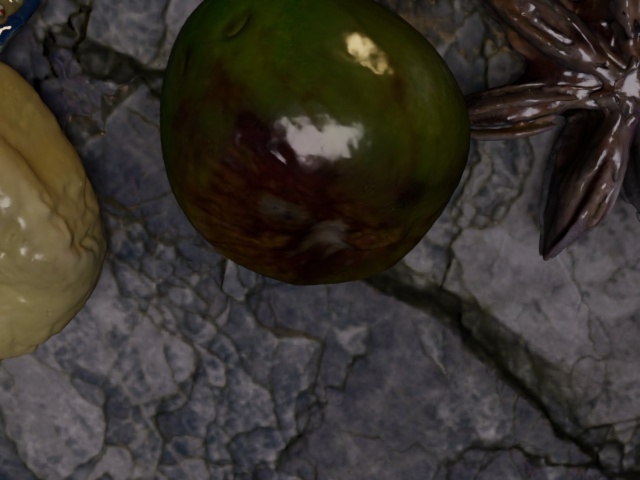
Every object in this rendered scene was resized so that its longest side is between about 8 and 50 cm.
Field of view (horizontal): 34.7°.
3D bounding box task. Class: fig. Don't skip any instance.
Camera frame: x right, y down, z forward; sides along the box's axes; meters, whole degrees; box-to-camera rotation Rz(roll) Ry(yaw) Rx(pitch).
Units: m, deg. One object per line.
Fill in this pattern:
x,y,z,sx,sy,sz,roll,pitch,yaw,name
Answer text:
-0.010,-0.069,0.618,0.181,0.181,0.191,-32,77,9,fig

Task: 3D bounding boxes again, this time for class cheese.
-0.260,-0.012,0.657,0.214,0.117,0.226,-25,111,13,cheese

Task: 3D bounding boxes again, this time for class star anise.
0.186,-0.093,0.655,0.236,0.093,0.229,22,100,-12,star anise

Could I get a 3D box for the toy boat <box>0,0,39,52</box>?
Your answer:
-0.280,-0.196,0.624,0.229,0.080,0.046,36,138,-12,toy boat
